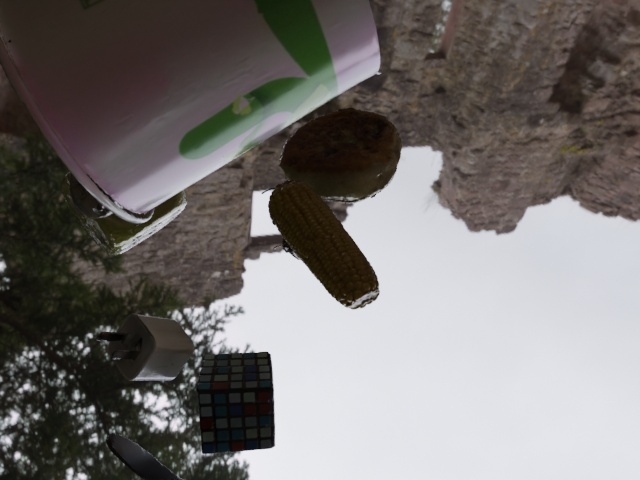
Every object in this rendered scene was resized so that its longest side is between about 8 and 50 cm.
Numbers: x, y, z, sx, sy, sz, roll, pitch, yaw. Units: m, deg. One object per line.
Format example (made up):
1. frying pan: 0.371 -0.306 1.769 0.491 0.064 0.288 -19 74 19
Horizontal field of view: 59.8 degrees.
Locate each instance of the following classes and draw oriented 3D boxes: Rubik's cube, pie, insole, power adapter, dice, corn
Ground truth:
1. Rubik's cube: -0.210 0.405 1.409 0.187 0.182 0.184 -1 -162 -6
2. pie: 0.054 -0.224 1.391 0.315 0.092 0.315 -8 -130 9
3. insole: -0.333 0.507 1.187 0.012 0.309 0.110 -46 -154 -6
4. power adapter: -0.424 0.250 1.307 0.130 0.125 0.205 41 -171 32
5. dice: -0.514 -0.117 1.468 0.238 0.227 0.233 -40 -82 -29
6. corn: 0.000 0.000 1.004 0.106 0.106 0.305 -15 -133 -28

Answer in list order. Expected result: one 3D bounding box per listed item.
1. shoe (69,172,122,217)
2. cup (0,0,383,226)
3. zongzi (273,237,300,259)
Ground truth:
1. shoe: -0.425 -0.222 1.204 0.132 0.342 0.210 13 -172 5
2. cup: -0.106 -0.181 0.498 0.274 0.253 0.253 -26 -133 0
3. zongzi: -0.079 -0.019 1.695 0.241 0.111 0.248 29 -168 36
